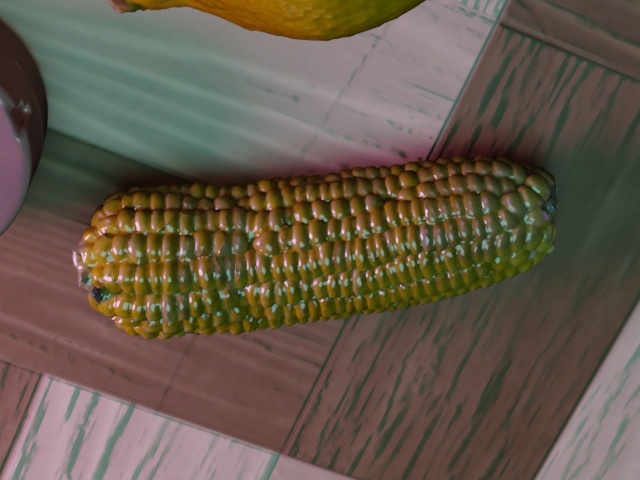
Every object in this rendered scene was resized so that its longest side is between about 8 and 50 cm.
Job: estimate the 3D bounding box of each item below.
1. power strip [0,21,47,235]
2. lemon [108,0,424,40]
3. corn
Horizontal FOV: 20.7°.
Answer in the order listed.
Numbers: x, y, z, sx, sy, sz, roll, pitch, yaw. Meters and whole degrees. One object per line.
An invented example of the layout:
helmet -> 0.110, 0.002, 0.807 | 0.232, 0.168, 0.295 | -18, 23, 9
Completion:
power strip -> -0.239, -0.064, 1.017 | 0.154, 0.078, 0.154 | 0, 121, 0
lemon -> -0.009, -0.191, 0.896 | 0.244, 0.187, 0.187 | -23, 116, 14
corn -> 0.000, 0.000, 1.049 | 0.291, 0.101, 0.101 | -10, 118, 0
